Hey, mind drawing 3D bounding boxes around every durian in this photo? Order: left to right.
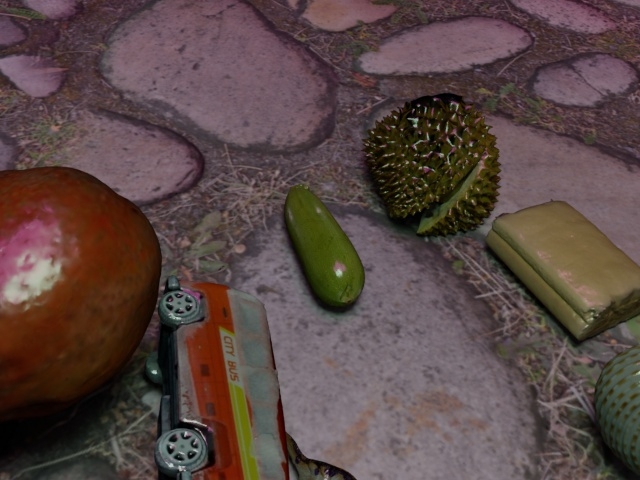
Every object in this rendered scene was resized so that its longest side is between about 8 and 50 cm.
[{"bbox_3d":[0.151,-0.131,1.033,0.193,0.138,0.237,-9,45,-16],"label":"durian"}]

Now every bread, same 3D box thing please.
[{"bbox_3d":[0.302,0.026,0.944,0.139,0.060,0.178,-20,50,-25],"label":"bread"}]

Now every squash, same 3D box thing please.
[{"bbox_3d":[0.000,0.000,0.934,0.066,0.066,0.201,-9,43,-15],"label":"squash"}]

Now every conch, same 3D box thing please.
[{"bbox_3d":[0.332,0.178,0.765,0.135,0.102,0.153,15,64,-15],"label":"conch"}]

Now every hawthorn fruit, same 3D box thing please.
[{"bbox_3d":[-0.256,0.065,0.678,0.210,0.210,0.262,13,51,7],"label":"hawthorn fruit"}]

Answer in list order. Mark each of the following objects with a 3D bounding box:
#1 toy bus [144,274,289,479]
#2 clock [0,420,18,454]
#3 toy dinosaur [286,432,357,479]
[{"bbox_3d":[-0.099,0.153,0.731,0.120,0.121,0.265,4,43,-16],"label":"toy bus"},{"bbox_3d":[-0.426,0.149,0.732,0.280,0.055,0.280,3,44,-3],"label":"clock"},{"bbox_3d":[0.009,0.230,0.716,0.180,0.037,0.058,30,53,23],"label":"toy dinosaur"}]
